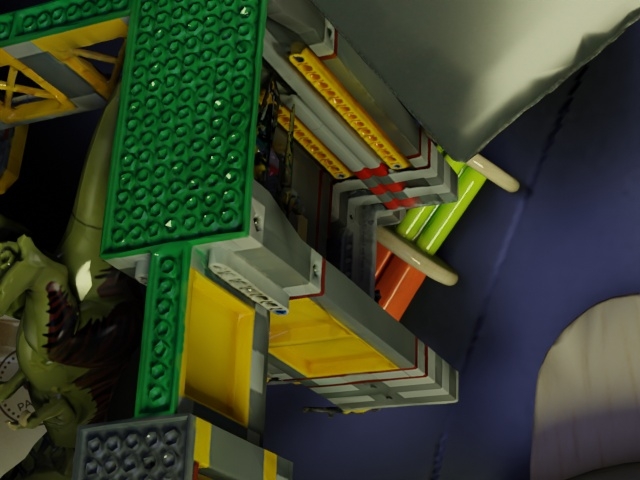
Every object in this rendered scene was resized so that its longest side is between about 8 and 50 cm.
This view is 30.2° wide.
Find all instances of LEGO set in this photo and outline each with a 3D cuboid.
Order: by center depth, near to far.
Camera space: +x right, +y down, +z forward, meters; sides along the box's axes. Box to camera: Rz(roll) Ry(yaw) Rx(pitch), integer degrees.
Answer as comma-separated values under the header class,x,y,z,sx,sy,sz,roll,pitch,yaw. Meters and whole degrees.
class,x,y,z,sx,sy,sz,roll,pitch,yaw
LEGO set,-0.065,0.070,0.416,0.254,0.192,0.331,-17,60,21

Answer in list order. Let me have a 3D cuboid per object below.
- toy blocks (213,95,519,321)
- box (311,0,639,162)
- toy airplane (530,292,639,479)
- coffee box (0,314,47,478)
class,x,y,z,sx,sy,sz,roll,pitch,yaw
toy blocks,0.000,0.000,0.542,0.123,0.054,0.148,37,99,11
box,-0.002,-0.172,0.381,0.103,0.184,0.261,-39,101,21
toy airplane,0.119,0.264,0.386,0.384,0.272,0.386,-47,70,4
coffee box,-0.234,0.008,0.541,0.168,0.119,0.297,-25,81,-16
